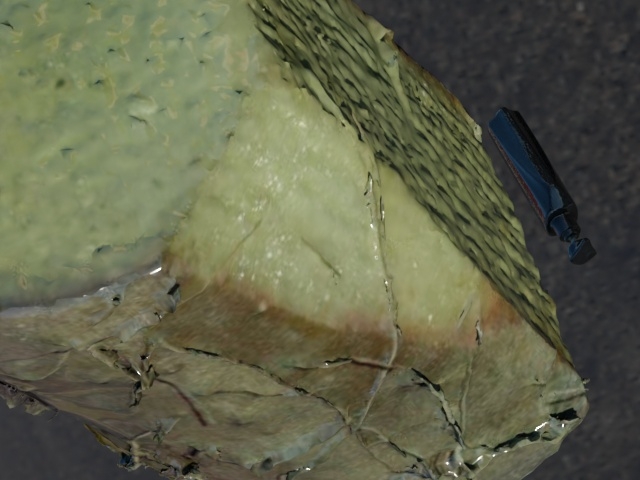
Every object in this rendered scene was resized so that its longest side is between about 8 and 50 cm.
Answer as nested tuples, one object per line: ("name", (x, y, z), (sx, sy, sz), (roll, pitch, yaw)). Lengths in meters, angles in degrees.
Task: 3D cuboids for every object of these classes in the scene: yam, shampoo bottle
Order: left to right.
("yam", (-0.045, -0.004, 0.622), (0.271, 0.201, 0.202), (44, -157, -57))
("shampoo bottle", (0.158, -0.038, 1.167), (0.048, 0.027, 0.137), (75, 172, -54))
